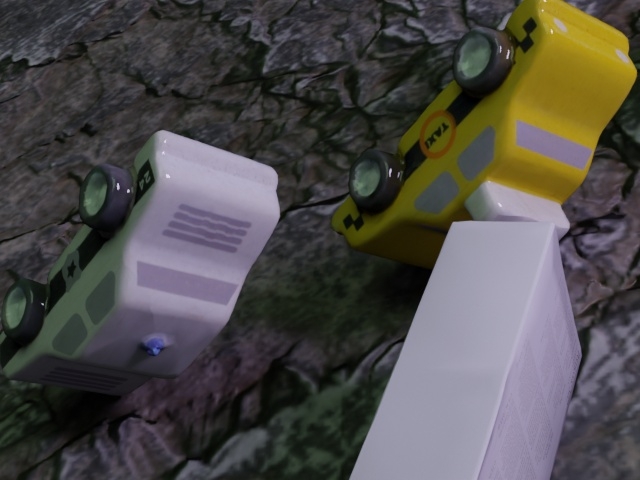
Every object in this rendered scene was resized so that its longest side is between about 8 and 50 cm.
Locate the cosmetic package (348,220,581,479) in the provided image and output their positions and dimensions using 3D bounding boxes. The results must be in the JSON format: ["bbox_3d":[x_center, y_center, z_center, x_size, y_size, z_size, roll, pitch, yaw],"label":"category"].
[{"bbox_3d":[0.063,0.104,0.555,0.060,0.099,0.239,0,40,27],"label":"cosmetic package"}]

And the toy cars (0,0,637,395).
[{"bbox_3d":[0.000,0.000,0.663,0.393,0.176,0.087,-21,52,-2],"label":"toy cars"}]
